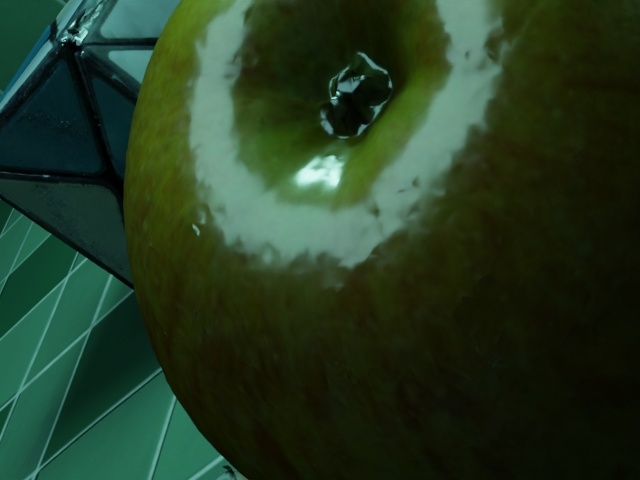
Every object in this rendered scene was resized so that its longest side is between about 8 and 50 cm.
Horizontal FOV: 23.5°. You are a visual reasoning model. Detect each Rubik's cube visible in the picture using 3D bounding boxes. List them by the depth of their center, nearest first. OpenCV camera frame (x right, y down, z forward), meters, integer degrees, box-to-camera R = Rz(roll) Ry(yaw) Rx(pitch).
[{"bbox_3d":[-0.194,-0.160,1.791,0.307,0.305,0.310,-35,27,44],"label":"Rubik's cube"}]

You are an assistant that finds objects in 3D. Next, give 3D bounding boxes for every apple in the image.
[{"bbox_3d":[0.077,-0.034,0.828,0.400,0.333,0.400,-21,42,20],"label":"apple"}]

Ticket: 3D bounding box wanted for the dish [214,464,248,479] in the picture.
[{"bbox_3d":[-0.042,0.228,1.095,0.213,0.090,0.213,-46,20,23],"label":"dish"}]
